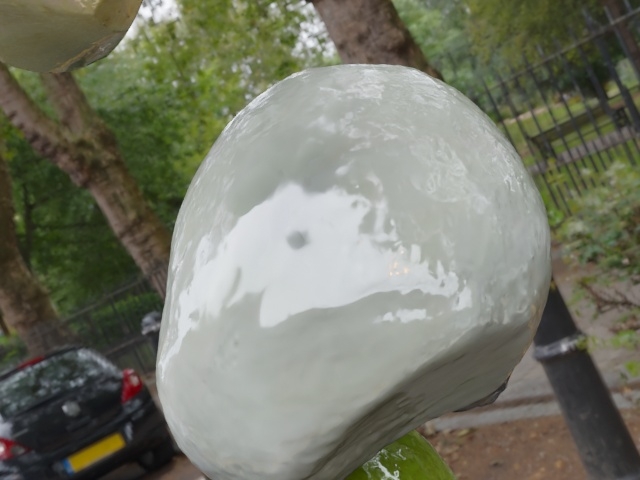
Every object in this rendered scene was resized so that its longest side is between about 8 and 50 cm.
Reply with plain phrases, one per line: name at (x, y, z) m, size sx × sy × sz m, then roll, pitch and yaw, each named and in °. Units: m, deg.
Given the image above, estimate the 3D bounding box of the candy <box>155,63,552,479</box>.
candy at (0.000, 0.000, 0.766) m, size 0.386 × 0.427 × 0.186 m, roll -27°, pitch -44°, yaw 18°

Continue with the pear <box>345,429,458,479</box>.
pear at (0.085, 0.355, 0.866) m, size 0.238 × 0.318 × 0.342 m, roll -39°, pitch -14°, yaw -21°

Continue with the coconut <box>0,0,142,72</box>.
coconut at (-0.285, -0.292, 0.868) m, size 0.259 × 0.259 × 0.259 m, roll -26°, pitch 1°, yaw 1°
